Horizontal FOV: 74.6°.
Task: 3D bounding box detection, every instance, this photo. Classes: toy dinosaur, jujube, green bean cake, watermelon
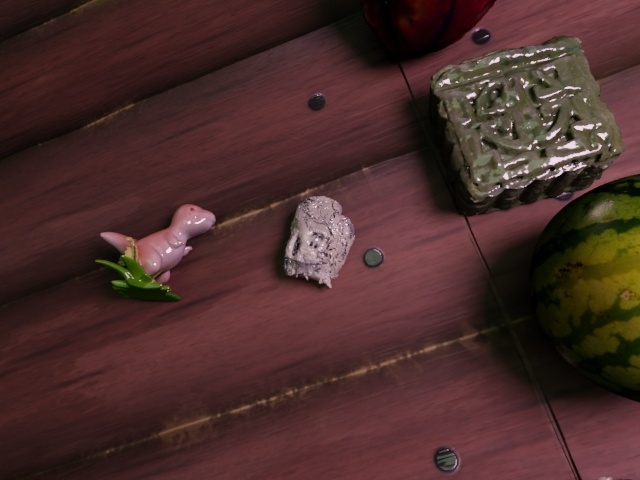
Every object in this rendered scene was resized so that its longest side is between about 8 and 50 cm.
[{"bbox_3d":[-0.298,0.008,0.752,0.194,0.152,0.177,-1,68,4],"label":"toy dinosaur"},{"bbox_3d":[0.218,-0.494,0.704,0.258,0.258,0.377,35,87,17],"label":"jujube"},{"bbox_3d":[0.315,-0.188,0.682,0.241,0.132,0.255,-13,74,12],"label":"green bean cake"},{"bbox_3d":[0.414,0.054,0.519,0.285,0.285,0.285,-3,76,11],"label":"watermelon"}]

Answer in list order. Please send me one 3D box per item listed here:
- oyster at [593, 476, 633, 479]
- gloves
[{"bbox_3d":[0.367,0.479,0.497,0.201,0.107,0.355,13,78,53],"label":"oyster"},{"bbox_3d":[-0.002,-0.001,0.725,0.114,0.070,0.153,11,77,14],"label":"gloves"}]
